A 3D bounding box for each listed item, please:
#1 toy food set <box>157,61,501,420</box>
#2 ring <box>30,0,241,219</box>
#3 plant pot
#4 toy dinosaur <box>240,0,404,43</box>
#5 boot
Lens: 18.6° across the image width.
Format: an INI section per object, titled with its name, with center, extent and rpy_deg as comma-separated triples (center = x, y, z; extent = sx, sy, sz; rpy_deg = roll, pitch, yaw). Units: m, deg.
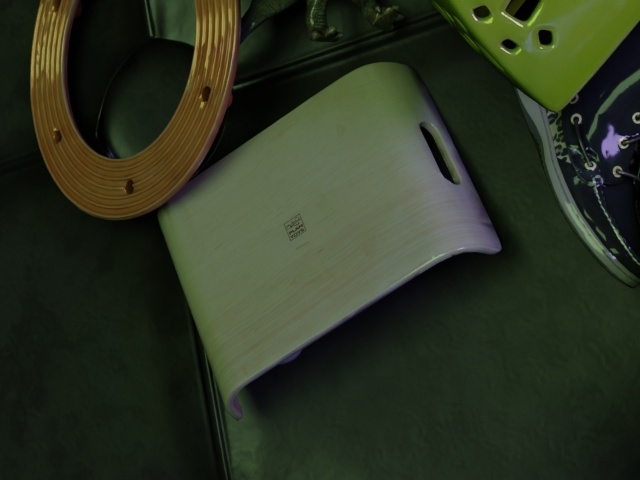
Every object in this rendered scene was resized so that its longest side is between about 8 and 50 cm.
[toy food set]
center = 0.000, 0.000, 1.814
extent = 0.306, 0.092, 0.219
rpy_deg = -33, 58, 18
[ring]
center = -0.179, -0.186, 1.903
extent = 0.337, 0.032, 0.336
rpy_deg = -8, 79, 47
[plant pot]
center = 0.163, -0.276, 1.636
extent = 0.228, 0.207, 0.227
rpy_deg = -50, 22, 9
[toy dinosaur]
center = 0.028, -0.276, 1.830
extent = 0.313, 0.121, 0.160
rpy_deg = -43, 53, 23
[boot]
center = 0.277, -0.097, 1.668
extent = 0.179, 0.085, 0.236
rpy_deg = -31, 63, 22
